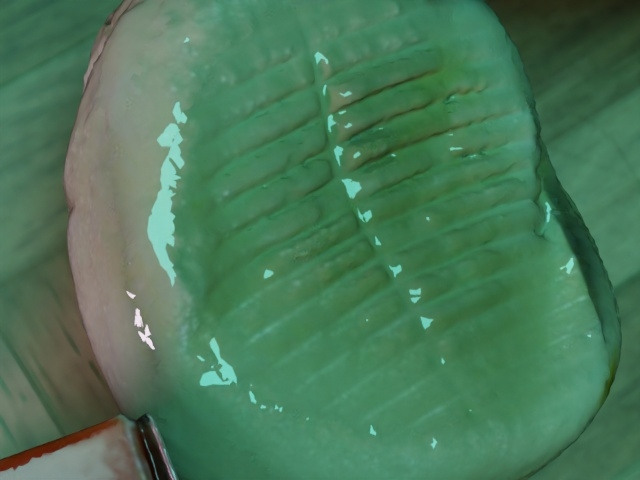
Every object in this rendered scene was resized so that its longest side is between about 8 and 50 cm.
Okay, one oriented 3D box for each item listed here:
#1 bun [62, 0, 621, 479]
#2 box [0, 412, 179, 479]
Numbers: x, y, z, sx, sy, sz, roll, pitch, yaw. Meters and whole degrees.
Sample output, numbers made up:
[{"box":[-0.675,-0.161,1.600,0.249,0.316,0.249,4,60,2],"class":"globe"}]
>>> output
[{"box":[0.000,0.000,0.715,0.229,0.145,0.229,4,82,-31],"class":"bun"},{"box":[-0.091,0.138,0.649,0.099,0.182,0.133,-18,83,-18],"class":"box"}]
